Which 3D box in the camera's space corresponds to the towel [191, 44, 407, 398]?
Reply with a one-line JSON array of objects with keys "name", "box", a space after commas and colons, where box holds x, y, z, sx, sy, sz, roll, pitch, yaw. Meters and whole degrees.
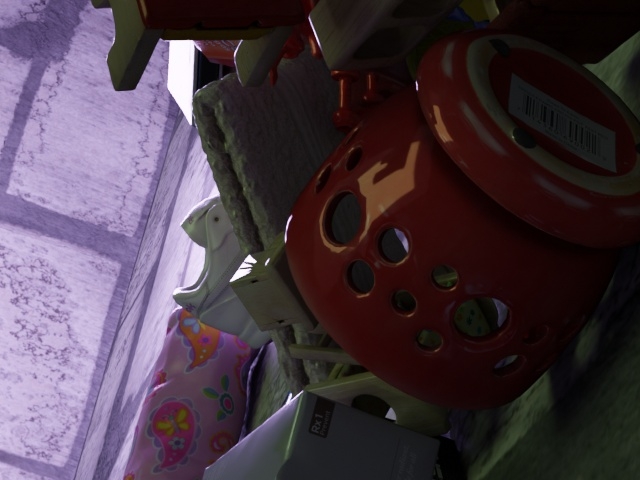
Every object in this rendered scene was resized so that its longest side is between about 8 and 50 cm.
[{"name": "towel", "box": [0.000, 0.000, 1.314, 0.049, 0.282, 0.187, -17, 8, 26]}]

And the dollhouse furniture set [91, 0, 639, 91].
[{"name": "dollhouse furniture set", "box": [0.043, -0.220, 1.074, 0.152, 0.374, 0.201, -43, 59, 53]}]

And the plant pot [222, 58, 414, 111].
[{"name": "plant pot", "box": [0.015, -0.199, 1.643, 0.272, 0.272, 0.265, 125, 154, -51]}]

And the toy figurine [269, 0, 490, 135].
[{"name": "toy figurine", "box": [0.130, -0.166, 1.338, 0.362, 0.217, 0.191, 32, -124, -58]}]

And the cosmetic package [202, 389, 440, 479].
[{"name": "cosmetic package", "box": [-0.019, 0.195, 1.152, 0.238, 0.107, 0.127, 141, 148, -64]}]

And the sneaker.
[{"name": "sneaker", "box": [-0.064, -0.038, 1.953, 0.114, 0.152, 0.305, -150, 82, -81]}]

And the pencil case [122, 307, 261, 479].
[{"name": "pencil case", "box": [-0.144, 0.210, 1.995, 0.124, 0.124, 0.284, 124, 161, -51]}]

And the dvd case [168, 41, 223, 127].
[{"name": "dvd case", "box": [-0.111, -0.237, 1.605, 0.179, 0.029, 0.239, -125, 38, -70]}]

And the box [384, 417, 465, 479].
[{"name": "box", "box": [0.025, 0.286, 1.196, 0.216, 0.060, 0.270, -101, 33, -68]}]

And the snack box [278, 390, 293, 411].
[{"name": "snack box", "box": [-0.069, 0.287, 1.559, 0.187, 0.060, 0.322, -68, 3, -65]}]

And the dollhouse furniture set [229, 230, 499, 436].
[{"name": "dollhouse furniture set", "box": [0.050, 0.022, 1.228, 0.101, 0.161, 0.182, -16, 28, 38]}]

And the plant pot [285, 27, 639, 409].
[{"name": "plant pot", "box": [0.099, -0.022, 1.071, 0.174, 0.191, 0.191, -53, 18, 34]}]

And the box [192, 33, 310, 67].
[{"name": "box", "box": [-0.004, -0.294, 1.465, 0.154, 0.142, 0.300, 15, 71, 36]}]
